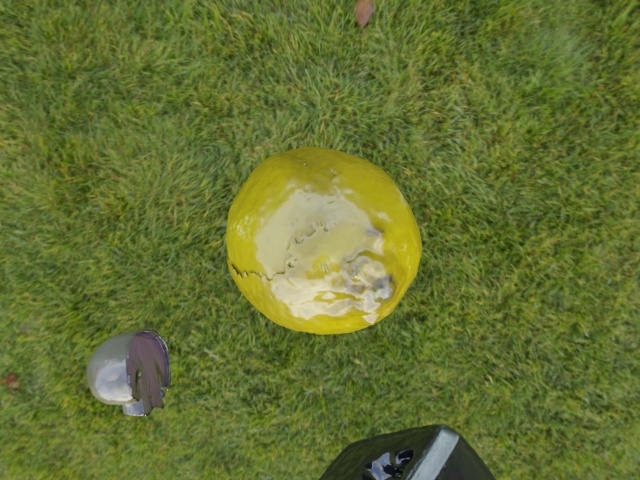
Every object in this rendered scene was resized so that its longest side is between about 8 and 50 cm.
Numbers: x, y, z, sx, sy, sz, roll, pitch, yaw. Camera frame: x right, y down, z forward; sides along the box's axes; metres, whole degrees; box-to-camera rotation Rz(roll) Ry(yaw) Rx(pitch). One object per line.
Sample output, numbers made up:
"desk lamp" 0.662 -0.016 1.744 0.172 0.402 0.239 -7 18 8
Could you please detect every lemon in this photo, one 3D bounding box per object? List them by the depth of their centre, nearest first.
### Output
"lemon" 0.000 0.000 0.630 0.204 0.260 0.204 -12 117 -25

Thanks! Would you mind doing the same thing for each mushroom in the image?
"mushroom" -0.332 0.223 0.997 0.117 0.188 0.141 1 85 10

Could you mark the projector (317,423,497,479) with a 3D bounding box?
"projector" 0.106 0.499 0.675 0.242 0.395 0.405 -33 91 42
